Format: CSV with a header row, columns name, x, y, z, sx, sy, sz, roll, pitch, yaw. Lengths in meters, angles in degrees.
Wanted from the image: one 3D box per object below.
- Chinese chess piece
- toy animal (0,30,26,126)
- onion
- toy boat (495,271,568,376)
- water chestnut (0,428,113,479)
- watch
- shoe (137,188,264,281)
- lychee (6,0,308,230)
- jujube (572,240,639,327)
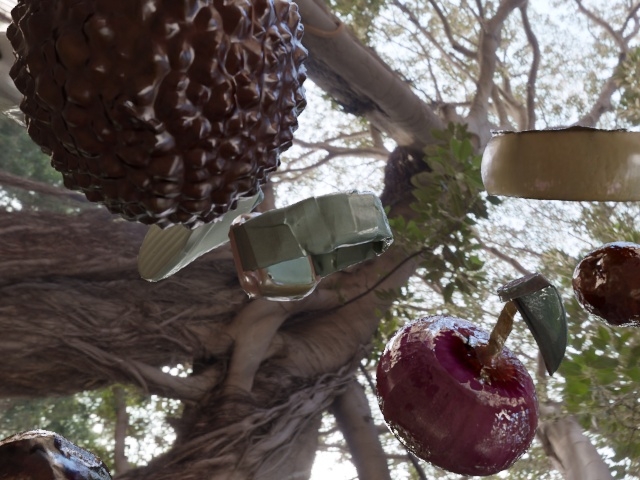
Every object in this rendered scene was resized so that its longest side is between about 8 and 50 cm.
name,x,y,z,sx,sy,sz,roll,pitch,yaw
Chinese chess piece,0.507,-0.156,1.078,0.338,0.338,0.140,9,-78,39
toy animal,-0.508,-0.331,1.031,0.194,0.357,0.258,11,-55,24
onion,0.290,0.306,1.119,0.358,0.358,0.345,36,-35,38
toy boat,0.273,0.101,0.637,0.122,0.034,0.096,61,-26,8
water chestnut,-0.427,0.391,0.785,0.223,0.224,0.238,-64,-156,5
watch,0.000,0.000,0.919,0.241,0.253,0.162,-24,-106,28
shoe,-0.286,-0.031,1.302,0.363,0.160,0.132,-47,-122,-1
lychee,-0.136,-0.158,0.481,0.264,0.264,0.300,-16,-123,34
jujube,0.669,0.104,1.110,0.190,0.255,0.190,-160,-90,-80
